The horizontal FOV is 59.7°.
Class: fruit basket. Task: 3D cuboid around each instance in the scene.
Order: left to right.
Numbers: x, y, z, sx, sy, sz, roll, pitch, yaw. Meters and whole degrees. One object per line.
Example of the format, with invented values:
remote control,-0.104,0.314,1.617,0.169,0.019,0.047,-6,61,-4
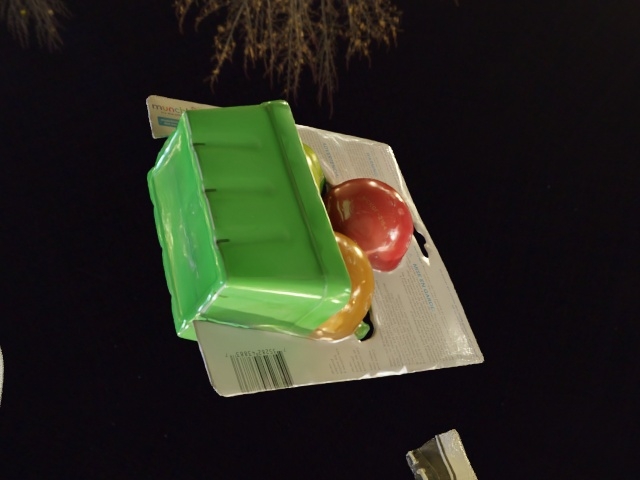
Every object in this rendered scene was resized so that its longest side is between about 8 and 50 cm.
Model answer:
fruit basket,0.000,0.000,0.612,0.353,0.165,0.326,7,-126,-43

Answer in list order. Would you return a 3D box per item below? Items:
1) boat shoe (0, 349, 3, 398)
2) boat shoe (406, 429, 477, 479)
boat shoe,-0.301,0.209,0.396,0.109,0.094,0.302,8,-111,7
boat shoe,0.116,0.246,0.501,0.070,0.219,0.077,-22,-89,5
